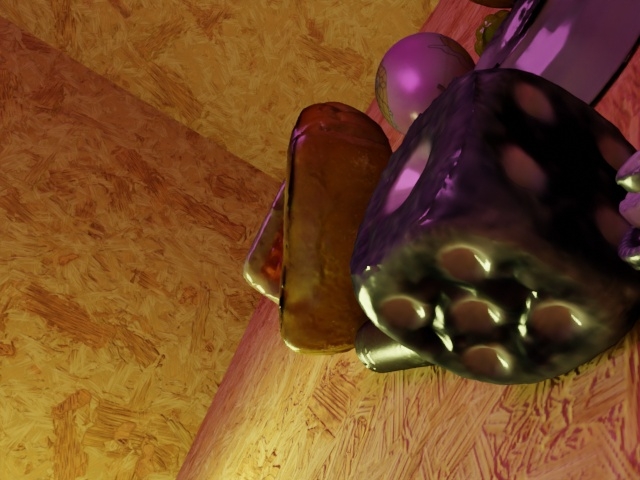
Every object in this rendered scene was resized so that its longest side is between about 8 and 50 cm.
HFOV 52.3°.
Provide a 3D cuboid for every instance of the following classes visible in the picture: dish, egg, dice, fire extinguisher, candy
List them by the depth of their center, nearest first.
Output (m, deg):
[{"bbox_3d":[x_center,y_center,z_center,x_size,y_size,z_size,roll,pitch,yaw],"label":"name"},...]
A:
[{"bbox_3d":[0.140,-0.009,0.516,0.181,0.183,0.182,-48,14,51],"label":"dice"},{"bbox_3d":[0.114,0.109,0.699,0.267,0.072,0.089,139,128,-68],"label":"fire extinguisher"},{"bbox_3d":[0.276,-0.245,0.830,0.317,0.106,0.316,-59,7,11],"label":"dish"},{"bbox_3d":[0.306,-0.341,1.105,0.097,0.096,0.209,-57,2,21],"label":"candy"},{"bbox_3d":[0.197,-0.282,1.192,0.196,0.196,0.271,-59,10,8],"label":"egg"}]

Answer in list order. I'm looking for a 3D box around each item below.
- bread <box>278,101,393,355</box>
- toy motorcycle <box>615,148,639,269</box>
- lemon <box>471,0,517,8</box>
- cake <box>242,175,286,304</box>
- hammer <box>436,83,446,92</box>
[{"bbox_3d":[0.031,-0.028,0.950,0.328,0.147,0.337,-74,-11,-79],"label":"bread"},{"bbox_3d":[0.250,-0.054,0.307,0.171,0.110,0.260,-43,-4,-11],"label":"toy motorcycle"},{"bbox_3d":[0.313,-0.530,1.064,0.297,0.297,0.297,-58,7,12],"label":"lemon"},{"bbox_3d":[0.000,0.000,1.272,0.309,0.236,0.230,-63,4,-7],"label":"cake"},{"bbox_3d":[0.228,-0.215,1.044,0.019,0.110,0.036,-31,-21,-54],"label":"hammer"}]
